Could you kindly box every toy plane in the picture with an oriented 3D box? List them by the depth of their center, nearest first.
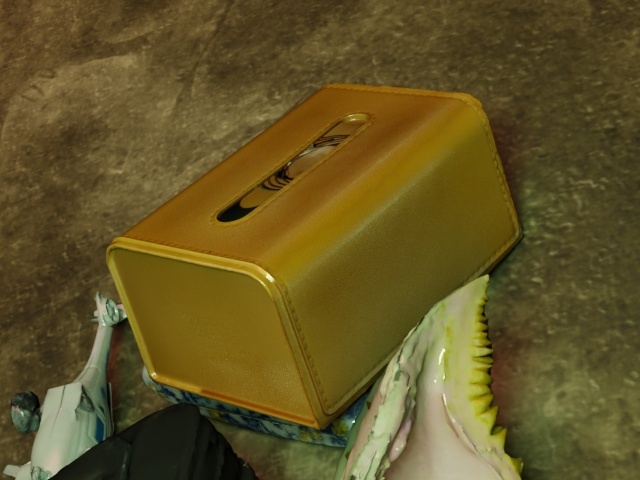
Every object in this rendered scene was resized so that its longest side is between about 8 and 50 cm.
[{"bbox_3d":[-0.193,0.134,1.277,0.182,0.107,0.273,-2,46,29],"label":"toy plane"}]

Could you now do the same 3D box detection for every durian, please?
[{"bbox_3d":[0.047,0.191,1.013,0.196,0.186,0.305,-32,39,52],"label":"durian"}]

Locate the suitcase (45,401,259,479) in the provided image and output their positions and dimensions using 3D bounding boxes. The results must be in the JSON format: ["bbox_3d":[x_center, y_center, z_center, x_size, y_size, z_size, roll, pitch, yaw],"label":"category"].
[{"bbox_3d":[-0.191,0.296,1.017,0.345,0.188,0.339,-31,22,21],"label":"suitcase"}]

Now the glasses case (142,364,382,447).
[{"bbox_3d":[-0.040,0.113,1.209,0.248,0.065,0.087,6,43,39],"label":"glasses case"}]

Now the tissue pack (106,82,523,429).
[{"bbox_3d":[0.000,0.000,1.169,0.194,0.145,0.274,11,40,40],"label":"tissue pack"}]
